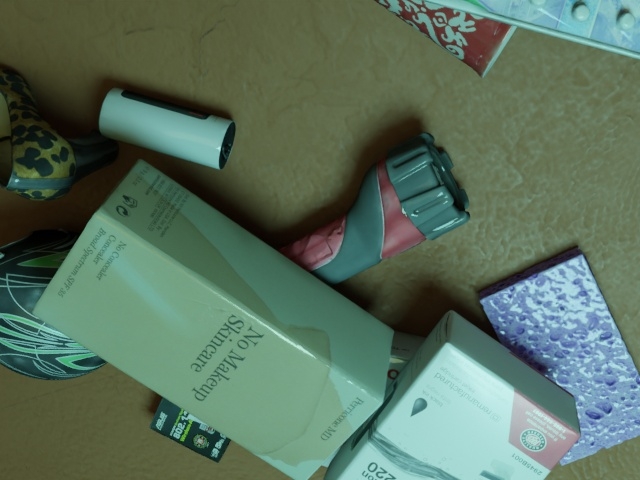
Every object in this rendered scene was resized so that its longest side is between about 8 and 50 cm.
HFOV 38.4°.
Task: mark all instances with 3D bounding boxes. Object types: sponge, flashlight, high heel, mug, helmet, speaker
[{"bbox_3d":[0.263,0.124,0.968,0.117,0.031,0.210,-25,100,16],"label":"sponge"},{"bbox_3d":[0.000,0.000,0.950,0.304,0.103,0.103,-26,55,19],"label":"flashlight"},{"bbox_3d":[-0.354,-0.117,0.932,0.261,0.186,0.093,20,108,4],"label":"high heel"},{"bbox_3d":[0.120,-0.259,0.857,0.169,0.113,0.150,32,87,5],"label":"mug"},{"bbox_3d":[-0.287,0.071,0.986,0.169,0.161,0.170,3,106,10],"label":"helmet"},{"bbox_3d":[-0.160,-0.117,0.966,0.136,0.055,0.055,17,108,6],"label":"speaker"}]

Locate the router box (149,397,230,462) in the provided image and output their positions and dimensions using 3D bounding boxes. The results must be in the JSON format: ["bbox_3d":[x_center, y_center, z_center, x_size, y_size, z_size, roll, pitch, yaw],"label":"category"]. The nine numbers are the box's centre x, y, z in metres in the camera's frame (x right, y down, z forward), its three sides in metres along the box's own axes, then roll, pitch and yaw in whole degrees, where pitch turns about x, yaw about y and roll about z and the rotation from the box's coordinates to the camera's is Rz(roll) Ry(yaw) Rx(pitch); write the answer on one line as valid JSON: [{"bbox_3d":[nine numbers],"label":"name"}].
[{"bbox_3d":[-0.130,0.181,1.053,0.092,0.038,0.123,26,108,3],"label":"router box"}]

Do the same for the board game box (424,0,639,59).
[{"bbox_3d":[0.266,-0.356,0.747,0.389,0.050,0.390,16,95,2],"label":"board game box"}]

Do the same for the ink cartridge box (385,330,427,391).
[{"bbox_3d":[0.114,0.207,0.992,0.139,0.082,0.191,12,106,6],"label":"ink cartridge box"}]

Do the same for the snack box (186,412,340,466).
[{"bbox_3d":[-0.055,0.197,1.023,0.178,0.022,0.064,23,110,-18],"label":"snack box"}]

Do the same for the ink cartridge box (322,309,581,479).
[{"bbox_3d":[0.124,0.206,0.900,0.158,0.092,0.218,35,109,-1],"label":"ink cartridge box"}]

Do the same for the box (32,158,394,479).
[{"bbox_3d":[-0.095,0.079,0.885,0.311,0.121,0.148,33,118,-9],"label":"box"}]
